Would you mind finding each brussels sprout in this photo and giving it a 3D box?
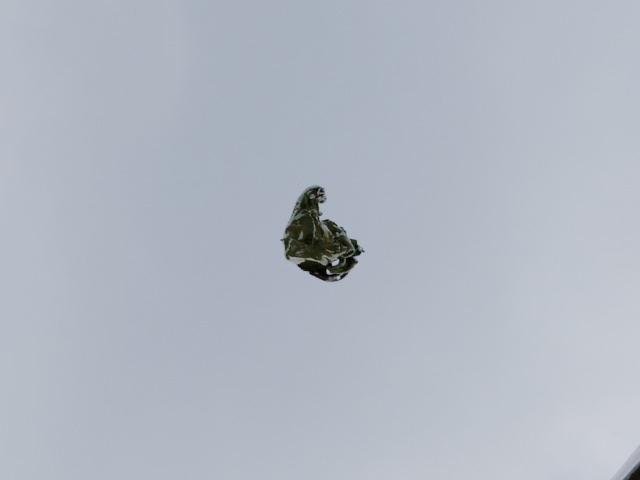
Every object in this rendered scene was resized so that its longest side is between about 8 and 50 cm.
[{"bbox_3d":[0.000,0.000,1.357,0.085,0.085,0.058,42,-59,-13],"label":"brussels sprout"}]

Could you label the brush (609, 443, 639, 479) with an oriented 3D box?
[{"bbox_3d":[0.105,0.144,0.604,0.059,0.123,0.197,37,-74,16],"label":"brush"}]
